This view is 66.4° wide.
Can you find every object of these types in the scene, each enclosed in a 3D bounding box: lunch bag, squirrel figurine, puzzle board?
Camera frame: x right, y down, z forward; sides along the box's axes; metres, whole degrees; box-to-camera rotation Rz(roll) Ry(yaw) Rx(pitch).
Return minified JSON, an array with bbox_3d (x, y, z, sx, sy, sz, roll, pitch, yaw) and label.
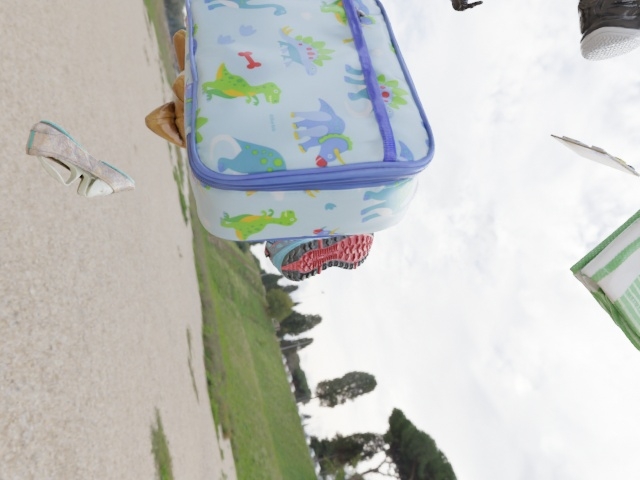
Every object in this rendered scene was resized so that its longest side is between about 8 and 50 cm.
[{"bbox_3d":[-0.014,-0.110,0.381,0.090,0.175,0.219,101,-16,-56],"label":"lunch bag"},{"bbox_3d":[-0.167,-0.335,1.210,0.397,0.370,0.281,39,60,-44],"label":"squirrel figurine"},{"bbox_3d":[0.470,-0.150,0.839,0.011,0.096,0.128,-61,-153,14],"label":"puzzle board"}]

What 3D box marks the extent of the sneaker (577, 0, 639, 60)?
[{"bbox_3d":[0.512,-0.384,0.726,0.101,0.268,0.153,8,65,-77],"label":"sneaker"}]

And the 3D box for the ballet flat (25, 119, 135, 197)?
[{"bbox_3d":[-0.607,-0.174,1.238,0.316,0.107,0.106,44,56,-56],"label":"ballet flat"}]

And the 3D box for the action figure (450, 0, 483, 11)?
[{"bbox_3d":[0.231,-0.397,0.573,0.140,0.276,0.164,21,-23,38],"label":"action figure"}]

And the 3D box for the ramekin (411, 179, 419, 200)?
[{"bbox_3d":[0.121,-0.184,1.303,0.273,0.272,0.127,-116,-177,-47],"label":"ramekin"}]

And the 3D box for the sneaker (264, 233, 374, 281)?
[{"bbox_3d":[0.000,0.000,1.021,0.125,0.261,0.104,32,-60,42],"label":"sneaker"}]

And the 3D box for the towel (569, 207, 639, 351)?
[{"bbox_3d":[0.447,0.066,0.503,0.325,0.248,0.038,46,5,-9],"label":"towel"}]
